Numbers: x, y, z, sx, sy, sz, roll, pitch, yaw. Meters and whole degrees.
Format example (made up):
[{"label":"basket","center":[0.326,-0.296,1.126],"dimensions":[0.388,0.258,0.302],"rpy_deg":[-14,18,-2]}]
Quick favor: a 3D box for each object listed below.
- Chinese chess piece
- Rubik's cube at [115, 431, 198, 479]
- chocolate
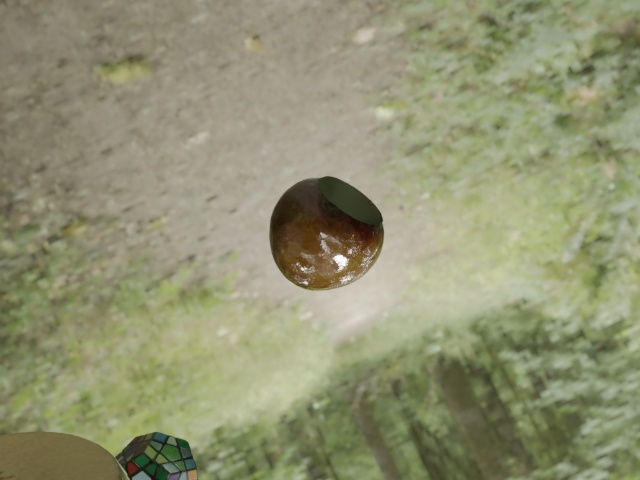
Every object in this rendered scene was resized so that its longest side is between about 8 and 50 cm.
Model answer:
[{"label":"Chinese chess piece","center":[-0.325,0.309,1.403],"dimensions":[0.273,0.102,0.273],"rpy_deg":[-4,-155,2]},{"label":"Rubik's cube","center":[-0.230,0.332,1.846],"dimensions":[0.133,0.112,0.133],"rpy_deg":[-33,-167,9]},{"label":"chocolate","center":[0.000,0.000,1.888],"dimensions":[0.177,0.176,0.177],"rpy_deg":[-25,171,-4]}]
